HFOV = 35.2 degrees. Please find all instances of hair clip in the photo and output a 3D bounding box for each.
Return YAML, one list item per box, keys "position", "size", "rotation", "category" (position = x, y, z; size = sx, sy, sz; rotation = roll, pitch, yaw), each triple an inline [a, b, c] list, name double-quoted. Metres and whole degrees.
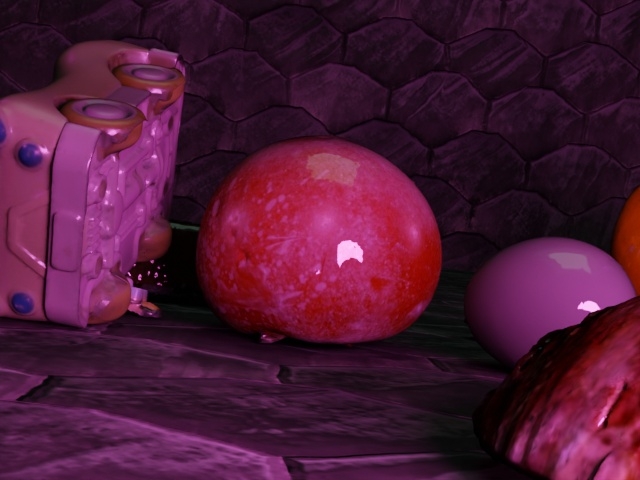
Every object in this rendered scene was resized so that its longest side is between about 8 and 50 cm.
- position: [-0.283, 0.048, 1.158]
  size: [0.213, 0.056, 0.062]
  rotation: [7, 1, 5]
  category: "hair clip"

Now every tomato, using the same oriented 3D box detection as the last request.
- position: [0.000, 0.000, 1.094]
  size: [0.270, 0.227, 0.270]
  rotation: [4, 2, 0]
  category: "tomato"

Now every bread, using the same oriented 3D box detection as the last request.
- position: [-0.230, 0.021, 1.384]
  size: [0.416, 0.113, 0.165]
  rotation: [8, 2, -7]
  category: "bread"

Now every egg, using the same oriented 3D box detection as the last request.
- position: [0.234, 0.069, 1.040]
  size: [0.146, 0.147, 0.198]
  rotation: [6, -5, -31]
  category: "egg"

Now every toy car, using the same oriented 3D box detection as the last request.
- position: [-0.281, -0.073, 1.086]
  size: [0.226, 0.242, 0.336]
  rotation: [11, 24, 3]
  category: "toy car"

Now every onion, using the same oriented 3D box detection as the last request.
- position: [0.233, 0.084, 0.596]
  size: [0.314, 0.146, 0.280]
  rotation: [3, 8, -31]
  category: "onion"

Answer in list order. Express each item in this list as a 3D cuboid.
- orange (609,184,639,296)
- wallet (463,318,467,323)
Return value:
- position: [0.626, 0.024, 1.632]
  size: [0.312, 0.312, 0.312]
  rotation: [7, 2, 0]
  category: "orange"
- position: [0.275, 0.120, 1.335]
  size: [0.152, 0.039, 0.118]
  rotation: [10, 2, -29]
  category: "wallet"
